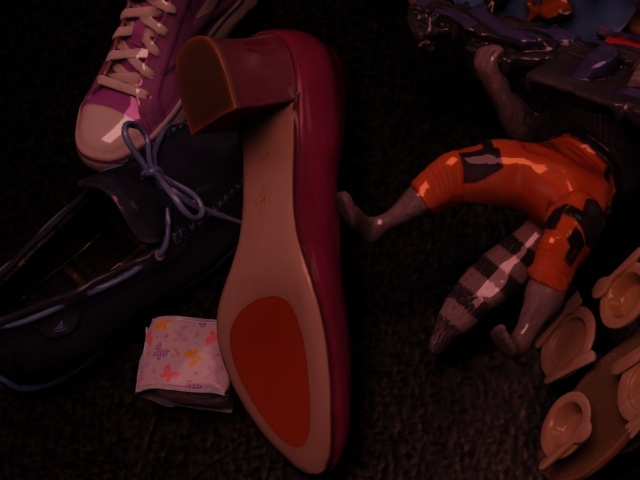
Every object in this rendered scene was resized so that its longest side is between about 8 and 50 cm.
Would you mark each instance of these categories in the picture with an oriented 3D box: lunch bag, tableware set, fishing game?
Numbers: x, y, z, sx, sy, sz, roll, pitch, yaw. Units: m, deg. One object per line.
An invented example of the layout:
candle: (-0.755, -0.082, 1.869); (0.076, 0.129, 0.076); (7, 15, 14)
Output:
lunch bag: (-0.110, 0.103, 1.329); (0.083, 0.053, 0.071); (5, 63, 7)
tableware set: (0.214, 0.091, 1.199); (0.141, 0.020, 0.169); (-45, 30, 36)
fishing game: (0.185, -0.231, 1.360); (0.264, 0.189, 0.041); (-5, 36, 28)

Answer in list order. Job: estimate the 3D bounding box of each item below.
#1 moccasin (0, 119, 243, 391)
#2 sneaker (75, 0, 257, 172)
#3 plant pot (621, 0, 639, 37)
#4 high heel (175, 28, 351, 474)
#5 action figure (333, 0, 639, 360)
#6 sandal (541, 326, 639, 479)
moccasin: (-0.159, -0.008, 1.368); (0.138, 0.117, 0.342); (33, 72, 29)
sneaker: (-0.162, -0.208, 1.463); (0.102, 0.161, 0.282); (19, 69, 23)
plant pot: (0.347, -0.280, 1.388); (0.237, 0.110, 0.237); (-7, 60, 12)
high heel: (0.000, 0.000, 1.322); (0.127, 0.181, 0.377); (-15, 84, 42)
action figure: (0.174, -0.073, 1.304); (0.330, 0.178, 0.341); (-36, 43, -20)
sandal: (0.269, 0.101, 1.202); (0.240, 0.079, 0.088); (-59, 24, 10)
